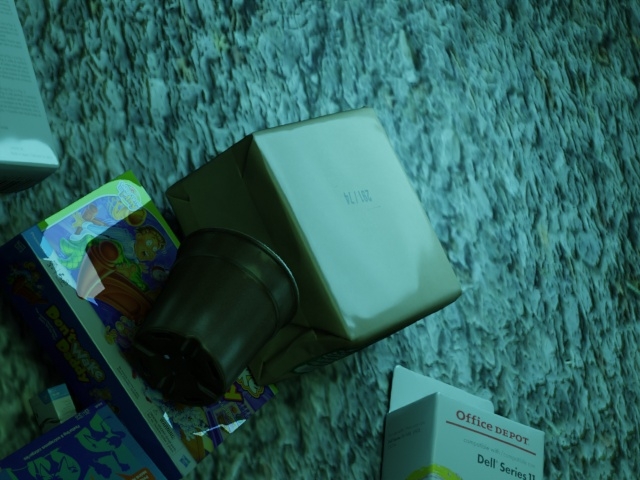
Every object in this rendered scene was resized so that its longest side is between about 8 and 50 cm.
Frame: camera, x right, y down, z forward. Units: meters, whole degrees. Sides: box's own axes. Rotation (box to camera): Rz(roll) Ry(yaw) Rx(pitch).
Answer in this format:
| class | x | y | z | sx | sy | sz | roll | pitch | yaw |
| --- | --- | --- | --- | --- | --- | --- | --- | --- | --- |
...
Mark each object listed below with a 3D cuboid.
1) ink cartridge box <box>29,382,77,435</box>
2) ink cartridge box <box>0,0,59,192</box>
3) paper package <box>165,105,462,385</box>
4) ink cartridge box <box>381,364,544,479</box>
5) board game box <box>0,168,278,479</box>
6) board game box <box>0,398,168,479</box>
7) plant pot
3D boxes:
| class | x | y | z | sx | sy | sz | roll | pitch | yaw |
| --- | --- | --- | --- | --- | --- | --- | --- | --- | --- |
| ink cartridge box | -0.312 | 0.219 | 1.945 | 0.028 | 0.048 | 0.083 | -17 | 80 | -42 |
| ink cartridge box | -0.486 | -0.251 | 1.939 | 0.308 | 0.091 | 0.385 | 2 | 65 | -58 |
| paper package | 0.000 | 0.000 | 2.164 | 0.325 | 0.168 | 0.309 | -18 | 80 | -57 |
| ink cartridge box | 0.196 | 0.345 | 2.246 | 0.207 | 0.119 | 0.353 | 22 | 58 | -29 |
| board game box | -0.227 | 0.108 | 2.015 | 0.347 | 0.078 | 0.233 | 56 | 36 | -4 |
| board game box | -0.253 | 0.302 | 1.842 | 0.160 | 0.047 | 0.210 | -32 | 65 | -26 |
| plant pot | -0.135 | 0.099 | 1.941 | 0.167 | 0.167 | 0.165 | 46 | 46 | -13 |
